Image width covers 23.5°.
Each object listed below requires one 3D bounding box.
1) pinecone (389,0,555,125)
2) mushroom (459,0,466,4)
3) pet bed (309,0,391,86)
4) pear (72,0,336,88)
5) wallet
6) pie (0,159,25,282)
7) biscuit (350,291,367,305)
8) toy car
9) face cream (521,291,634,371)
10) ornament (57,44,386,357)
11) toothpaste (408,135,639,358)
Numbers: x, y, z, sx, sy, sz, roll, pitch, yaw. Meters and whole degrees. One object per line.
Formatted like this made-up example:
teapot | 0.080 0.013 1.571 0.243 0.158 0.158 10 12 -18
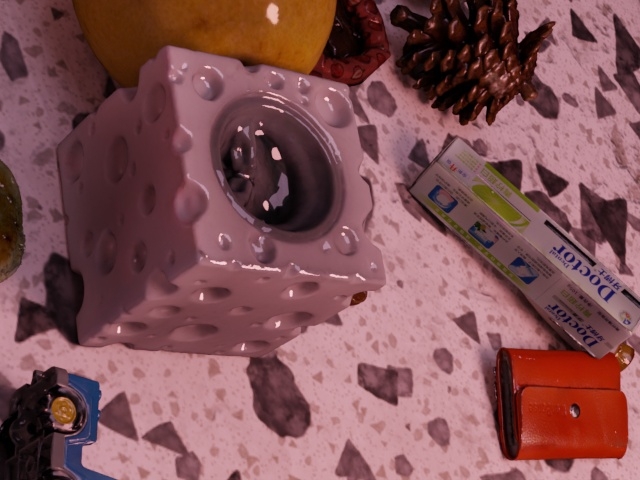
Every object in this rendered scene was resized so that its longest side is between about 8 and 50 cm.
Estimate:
pinecone | 0.196 -0.259 2.060 0.212 0.168 0.186 30 91 -18
mushroom | 0.222 -0.390 2.215 0.278 0.096 0.099 -9 74 -47
pet bed | 0.008 -0.287 2.001 0.201 0.053 0.201 26 49 -33
pear | -0.132 -0.293 1.714 0.314 0.314 0.314 20 55 -32
wallet | 0.312 0.210 1.973 0.204 0.045 0.142 6 77 -37
pie | -0.374 -0.029 1.535 0.186 0.041 0.187 21 54 -31
biscuit | 0.000 0.000 1.852 0.124 0.026 0.175 -6 70 -41
toy car | -0.247 0.218 1.467 0.100 0.097 0.191 20 55 -33
face cream | 0.346 0.109 2.071 0.182 0.051 0.072 41 50 -14
ornament | -0.109 -0.030 1.623 0.239 0.239 0.240 7 62 -37
toothpaste | 0.268 0.011 1.990 0.336 0.081 0.067 41 53 0
